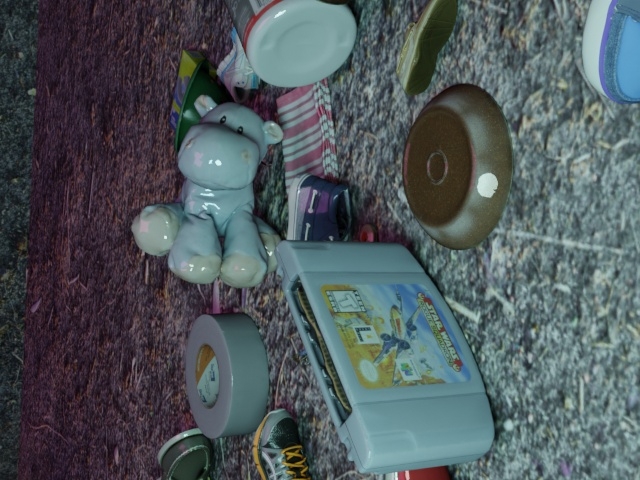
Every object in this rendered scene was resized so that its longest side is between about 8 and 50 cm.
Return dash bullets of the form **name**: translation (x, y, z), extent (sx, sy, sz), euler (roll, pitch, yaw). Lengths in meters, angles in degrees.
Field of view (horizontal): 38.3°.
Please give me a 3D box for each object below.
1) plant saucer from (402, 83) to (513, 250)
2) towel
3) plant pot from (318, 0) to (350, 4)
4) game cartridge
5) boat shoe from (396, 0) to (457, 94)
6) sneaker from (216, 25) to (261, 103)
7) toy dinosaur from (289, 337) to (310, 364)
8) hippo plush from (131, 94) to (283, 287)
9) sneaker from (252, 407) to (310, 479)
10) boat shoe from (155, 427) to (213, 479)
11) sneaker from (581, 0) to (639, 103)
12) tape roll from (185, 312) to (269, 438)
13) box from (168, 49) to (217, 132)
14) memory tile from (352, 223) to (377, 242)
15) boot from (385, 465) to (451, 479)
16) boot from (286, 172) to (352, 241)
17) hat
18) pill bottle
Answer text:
- **plant saucer**: translation (0.150, -0.087, 1.093), extent (0.198, 0.036, 0.199), euler (5, 96, 60)
- **towel**: translation (-0.025, -0.144, 1.411), extent (0.144, 0.029, 0.197), euler (-22, 72, 60)
- **plant pot**: translation (0.024, -0.460, 1.166), extent (0.230, 0.215, 0.215), euler (-47, 50, 34)
- **game cartridge**: translation (0.077, 0.120, 1.062), extent (0.062, 0.198, 0.297), euler (-61, 42, 43)
- **boat shoe**: translation (0.123, -0.244, 1.122), extent (0.045, 0.050, 0.135), euler (54, 136, 38)
- **sneaker**: translation (-0.115, -0.300, 1.543), extent (0.083, 0.071, 0.191), euler (69, 154, 21)
- **toy dinosaur**: translation (-0.008, 0.164, 1.383), extent (0.082, 0.047, 0.090), euler (-34, 50, 36)
- **hippo plush**: translation (-0.132, -0.084, 1.444), extent (0.237, 0.234, 0.294), euler (-63, -2, 30)
- **sneaker**: translation (-0.047, 0.368, 1.429), extent (0.083, 0.084, 0.215), euler (-7, 88, 47)
- **boat shoe**: translation (-0.262, 0.466, 1.782), extent (0.305, 0.109, 0.091), euler (113, 143, -46)
- **sneaker**: translation (0.339, -0.178, 0.653), extent (0.323, 0.130, 0.236), euler (-60, 37, 35)
- **tape roll**: translation (-0.170, 0.238, 1.639), extent (0.219, 0.072, 0.219), euler (1, 91, 60)
- **box**: translation (-0.252, -0.270, 1.803), extent (0.109, 0.042, 0.178), euler (50, 132, 49)
- **memory tile**: translation (0.054, 0.057, 1.292), extent (0.148, 0.012, 0.113), euler (-56, 45, 45)
- **boot**: translation (0.164, 0.332, 1.035), extent (0.176, 0.088, 0.244), euler (-23, 79, 59)
- **boot**: translation (0.000, 0.000, 1.338), extent (0.086, 0.069, 0.190), euler (19, 123, 37)
- **hat**: translation (-0.149, -0.204, 1.644), extent (0.173, 0.183, 0.209), euler (101, -175, -66)
- **pill bottle**: translation (-0.066, -0.374, 1.343), extent (0.161, 0.161, 0.283), euler (-60, 41, 43)
